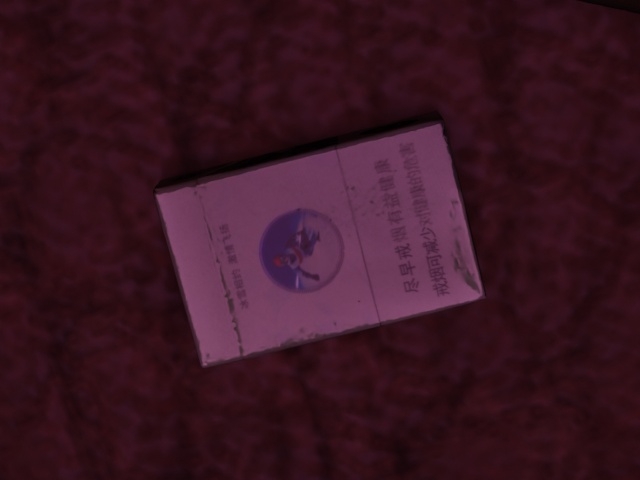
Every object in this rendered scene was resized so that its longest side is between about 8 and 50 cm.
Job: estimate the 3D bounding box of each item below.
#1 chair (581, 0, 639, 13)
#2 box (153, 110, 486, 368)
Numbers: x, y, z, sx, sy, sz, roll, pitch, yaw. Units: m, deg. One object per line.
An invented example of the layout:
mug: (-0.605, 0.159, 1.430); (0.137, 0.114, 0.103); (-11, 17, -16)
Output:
chair: (0.055, -0.101, 0.448); (0.221, 0.104, 0.095); (16, 126, 3)
box: (0.000, 0.000, 0.497); (0.083, 0.024, 0.054); (-14, 102, 3)
